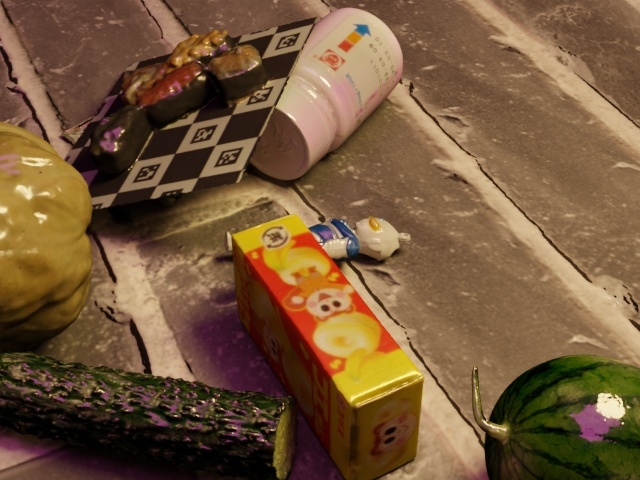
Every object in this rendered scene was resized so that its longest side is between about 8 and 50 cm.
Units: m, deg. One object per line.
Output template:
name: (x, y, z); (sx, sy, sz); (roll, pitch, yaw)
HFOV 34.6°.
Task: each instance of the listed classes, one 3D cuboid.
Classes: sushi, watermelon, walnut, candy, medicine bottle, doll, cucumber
sushi: (-0.207, -0.188, 1.365); (0.343, 0.064, 0.359); (-8, 41, 29)
watermelon: (0.242, 0.198, 0.970); (0.215, 0.188, 0.188); (13, 39, -22)
walnut: (-0.387, 0.005, 1.127); (0.277, 0.253, 0.282); (-19, 39, -28)
candy: (0.001, 0.110, 1.103); (0.088, 0.146, 0.276); (-19, 45, -20)
medicine bottle: (-0.002, -0.205, 1.433); (0.152, 0.152, 0.254); (22, 50, 22)
doll: (0.000, 0.000, 1.273); (0.227, 0.057, 0.114); (-2, 10, -15)
cucumber: (-0.204, 0.179, 1.069); (0.360, 0.096, 0.096); (7, 43, 12)

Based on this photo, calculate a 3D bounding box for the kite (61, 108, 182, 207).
kite: (-0.238, -0.152, 1.476); (0.268, 0.013, 0.322); (-2, 45, -1)
